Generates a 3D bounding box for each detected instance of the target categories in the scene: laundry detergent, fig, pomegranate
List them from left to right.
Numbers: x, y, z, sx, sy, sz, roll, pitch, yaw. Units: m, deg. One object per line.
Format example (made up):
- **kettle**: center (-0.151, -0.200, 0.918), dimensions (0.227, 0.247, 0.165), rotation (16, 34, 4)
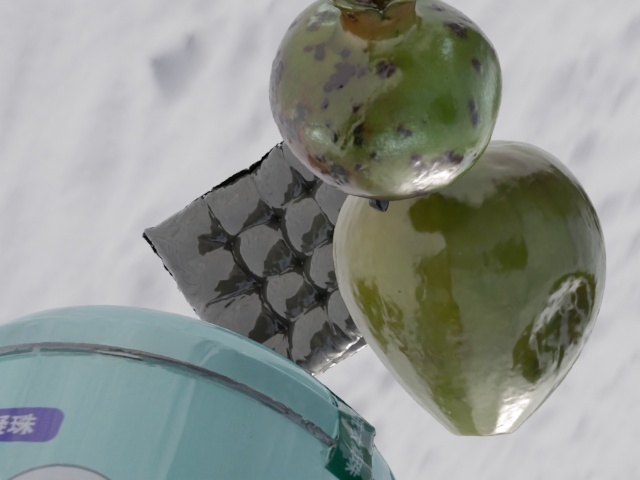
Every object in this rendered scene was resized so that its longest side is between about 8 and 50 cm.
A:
- **laundry detergent**: center (-0.110, 0.206, 0.982), dimensions (0.287, 0.287, 0.305), rotation (88, 13, -46)
- **pomegranate**: center (0.035, -0.109, 1.274), dimensions (0.156, 0.156, 0.220), rotation (-59, 157, -10)
- **fig**: center (0.124, 0.029, 1.485), dimensions (0.207, 0.230, 0.207), rotation (-35, -169, 7)

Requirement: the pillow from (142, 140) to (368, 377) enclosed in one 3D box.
- **pillow**: center (0.000, 0.000, 1.894), dimensions (0.326, 0.228, 0.101), rotation (-36, 166, 27)
